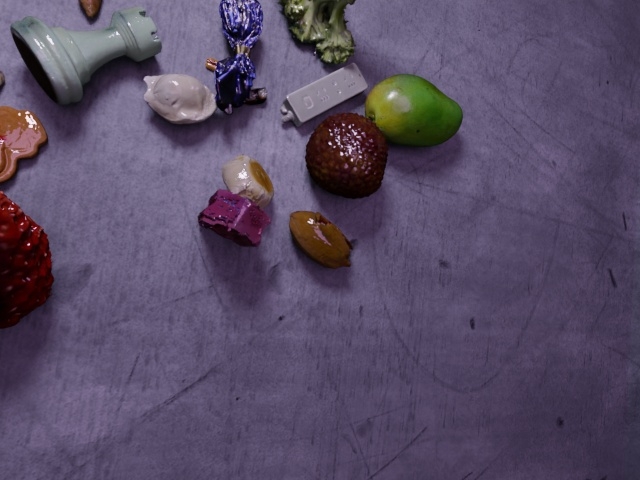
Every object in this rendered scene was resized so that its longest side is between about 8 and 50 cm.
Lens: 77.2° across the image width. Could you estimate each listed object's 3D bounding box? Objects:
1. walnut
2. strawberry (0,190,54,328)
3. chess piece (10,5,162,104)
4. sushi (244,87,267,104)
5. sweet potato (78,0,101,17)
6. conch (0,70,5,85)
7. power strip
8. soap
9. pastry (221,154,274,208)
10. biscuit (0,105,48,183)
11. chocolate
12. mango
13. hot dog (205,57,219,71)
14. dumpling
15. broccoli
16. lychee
[{"bbox_3d":[0.000,0.000,1.229,0.245,0.137,0.137,47,72,-11],"label":"walnut"},{"bbox_3d":[-0.712,0.004,0.820,0.317,0.345,0.295,42,31,3],"label":"strawberry"},{"bbox_3d":[-0.559,-0.479,0.996,0.299,0.195,0.194,-38,102,-28],"label":"chess piece"},{"bbox_3d":[-0.202,-0.436,1.214,0.083,0.044,0.046,-15,115,-20],"label":"sushi"},{"bbox_3d":[-0.607,-0.692,1.045,0.065,0.051,0.218,-9,91,-20],"label":"sweet potato"},{"bbox_3d":[-0.848,-0.386,0.884,0.245,0.163,0.178,-23,115,-51],"label":"conch"},{"bbox_3d":[0.010,-0.464,1.285,0.338,0.058,0.098,-34,101,-19],"label":"power strip"},{"bbox_3d":[-0.229,-0.052,1.068,0.162,0.250,0.099,35,77,-19],"label":"soap"},{"bbox_3d":[-0.203,-0.164,1.138,0.088,0.166,0.165,-30,101,16],"label":"pastry"},{"bbox_3d":[-0.831,-0.217,0.937,0.334,0.047,0.202,-27,98,-22],"label":"biscuit"},{"bbox_3d":[-0.230,-0.511,1.131,0.126,0.148,0.343,-1,78,16],"label":"chocolate"},{"bbox_3d":[0.319,-0.428,1.335,0.382,0.201,0.225,-2,79,-25],"label":"mango"},{"bbox_3d":[-0.297,-0.509,1.181,0.083,0.021,0.037,18,82,-20],"label":"hot dog"},{"bbox_3d":[-0.382,-0.380,1.090,0.199,0.118,0.136,15,79,-16],"label":"dumpling"},{"bbox_3d":[0.028,-0.762,1.131,0.353,0.397,0.274,29,76,-11],"label":"broccoli"},{"bbox_3d":[0.083,-0.253,1.213,0.261,0.261,0.260,1,87,-22],"label":"lychee"}]
